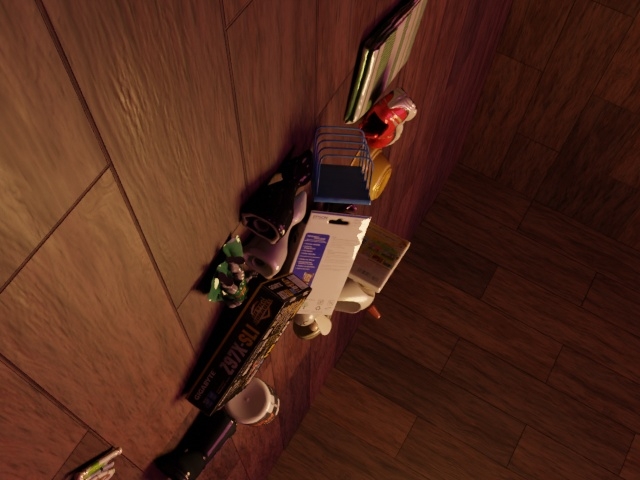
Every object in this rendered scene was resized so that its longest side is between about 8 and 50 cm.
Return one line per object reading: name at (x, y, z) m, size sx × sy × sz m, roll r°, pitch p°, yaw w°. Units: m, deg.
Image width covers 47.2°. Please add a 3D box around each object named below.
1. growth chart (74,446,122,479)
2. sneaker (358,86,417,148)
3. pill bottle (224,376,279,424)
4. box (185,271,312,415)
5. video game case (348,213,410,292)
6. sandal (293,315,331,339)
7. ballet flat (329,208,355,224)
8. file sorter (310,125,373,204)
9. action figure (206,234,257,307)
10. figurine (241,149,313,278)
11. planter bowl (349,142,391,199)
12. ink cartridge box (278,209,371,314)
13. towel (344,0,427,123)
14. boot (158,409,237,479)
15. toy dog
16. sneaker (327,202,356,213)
growth chart at (-0.444, 0.493, 1.368) m, size 0.237 × 0.021 × 0.172 m, roll -64°, pitch 168°, yaw 15°
sneaker at (0.142, -0.295, 1.833) m, size 0.118 × 0.107 × 0.279 m, roll -34°, pitch 174°, yaw -15°
pill bottle at (-0.187, 0.460, 2.075) m, size 0.130 × 0.130 × 0.246 m, roll -59°, pitch 167°, yaw -12°
box at (-0.161, 0.235, 1.715) m, size 0.322 × 0.079 × 0.257 m, roll -56°, pitch 173°, yaw 10°
video game case at (0.117, 0.026, 2.126) m, size 0.206 × 0.227 × 0.026 m, roll -52°, pitch 164°, yaw -36°
sandal at (-0.004, 0.162, 2.271) m, size 0.086 × 0.120 × 0.303 m, roll 36°, pitch 80°, yaw -50°
ballet flat at (0.000, 0.000, 1.933) m, size 0.280 × 0.095 × 0.096 m, roll -58°, pitch -146°, yaw 33°
file sorter at (0.042, -0.160, 1.529) m, size 0.170 × 0.118 × 0.104 m, roll -97°, pitch -169°, yaw -60°
action figure at (-0.174, 0.089, 1.498) m, size 0.137 × 0.063 × 0.232 m, roll -62°, pitch 172°, yaw -15°
figurine at (-0.077, -0.057, 1.516) m, size 0.209 × 0.092 × 0.215 m, roll -58°, pitch 169°, yaw -34°
planter bowl at (0.143, -0.183, 2.103) m, size 0.217 × 0.090 × 0.217 m, roll -56°, pitch 166°, yaw -22°
ink cartridge box at (-0.003, 0.047, 1.854) m, size 0.065 × 0.165 × 0.333 m, roll -110°, pitch -145°, yaw -48°
towel at (0.160, -0.443, 1.738) m, size 0.325 × 0.038 × 0.248 m, roll -55°, pitch 167°, yaw -37°
boot at (-0.297, 0.508, 1.811) m, size 0.207 × 0.094 × 0.246 m, roll -53°, pitch 172°, yaw -21°
toy dog at (0.063, 0.195, 2.104) m, size 0.333 × 0.161 × 0.220 m, roll -29°, pitch 172°, yaw -26°
sneaker at (0.051, -0.019, 1.985) m, size 0.098 × 0.083 × 0.224 m, roll -128°, pitch -141°, yaw -55°
